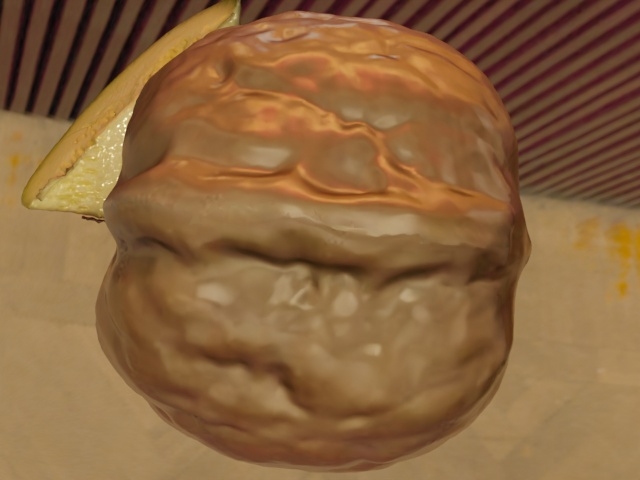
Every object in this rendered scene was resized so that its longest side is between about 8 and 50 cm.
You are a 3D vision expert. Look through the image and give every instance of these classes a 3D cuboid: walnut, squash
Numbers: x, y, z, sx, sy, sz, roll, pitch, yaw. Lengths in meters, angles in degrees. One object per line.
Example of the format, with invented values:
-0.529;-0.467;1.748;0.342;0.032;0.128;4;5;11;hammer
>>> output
0.000;0.001;0.694;0.248;0.248;0.248;3;81;-16;walnut
-0.190;-0.146;1.280;0.170;0.093;0.252;8;110;-25;squash
